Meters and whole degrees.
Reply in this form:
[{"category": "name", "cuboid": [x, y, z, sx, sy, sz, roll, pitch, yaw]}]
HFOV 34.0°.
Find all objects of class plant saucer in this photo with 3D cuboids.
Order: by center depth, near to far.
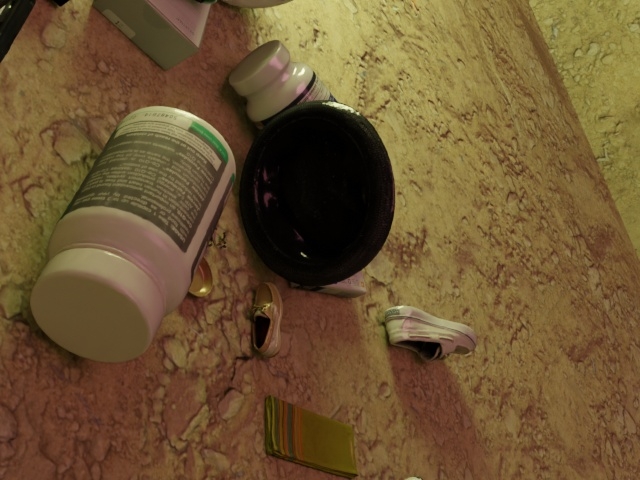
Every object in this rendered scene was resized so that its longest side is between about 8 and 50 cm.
[{"category": "plant saucer", "cuboid": [-0.210, 0.055, 1.716, 0.083, 0.015, 0.083, 34, 45, -42]}]

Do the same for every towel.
[{"category": "towel", "cuboid": [-0.012, 0.344, 1.822, 0.237, 0.021, 0.102, 29, 49, -45]}]

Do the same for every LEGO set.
[{"category": "LEGO set", "cuboid": [-0.190, -0.009, 1.785, 0.083, 0.023, 0.054, 52, 35, -45]}]

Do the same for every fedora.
[{"category": "fedora", "cuboid": [0.014, -0.077, 1.879, 0.152, 0.334, 0.334, 19, 55, -62]}]

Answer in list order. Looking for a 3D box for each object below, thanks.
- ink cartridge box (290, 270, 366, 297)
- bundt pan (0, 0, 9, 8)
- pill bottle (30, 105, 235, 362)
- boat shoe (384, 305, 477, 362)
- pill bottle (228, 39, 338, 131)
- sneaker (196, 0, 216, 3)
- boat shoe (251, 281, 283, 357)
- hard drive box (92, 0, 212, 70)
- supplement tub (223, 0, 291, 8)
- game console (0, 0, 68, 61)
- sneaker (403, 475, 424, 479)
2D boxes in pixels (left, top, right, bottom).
[{"category": "ink cartridge box", "cuboid": [0.000, 0.000, 2.027, 0.206, 0.045, 0.208, 13, 61, -52]}, {"category": "bundt pan", "cuboid": [-0.532, -0.427, 1.405, 0.331, 0.124, 0.331, 21, 54, -32]}, {"category": "pill bottle", "cuboid": [-0.263, -0.014, 1.504, 0.204, 0.204, 0.361, 49, 36, -26]}, {"category": "boat shoe", "cuboid": [0.236, 0.211, 2.199, 0.267, 0.096, 0.088, 26, 54, -44]}, {"category": "pill bottle", "cuboid": [-0.047, -0.245, 2.011, 0.264, 0.153, 0.153, 49, 36, -25]}, {"category": "sneaker", "cuboid": [-0.247, -0.510, 1.771, 0.256, 0.094, 0.151, 35, 47, -39]}, {"category": "boat shoe", "cuboid": [-0.095, 0.132, 1.803, 0.045, 0.050, 0.135, 28, 49, -52]}, {"category": "hard drive box", "cuboid": [-0.283, -0.449, 1.851, 0.181, 0.089, 0.232, 42, 39, -33]}, {"category": "supplement tub", "cuboid": [-0.132, -0.650, 2.059, 0.235, 0.235, 0.325, 16, 58, -51]}, {"category": "game console", "cuboid": [-0.480, -0.406, 1.583, 0.213, 0.044, 0.361, 43, 39, -30]}, {"category": "sneaker", "cuboid": [0.165, 0.544, 1.923, 0.081, 0.080, 0.211, 0, 69, -33]}]
